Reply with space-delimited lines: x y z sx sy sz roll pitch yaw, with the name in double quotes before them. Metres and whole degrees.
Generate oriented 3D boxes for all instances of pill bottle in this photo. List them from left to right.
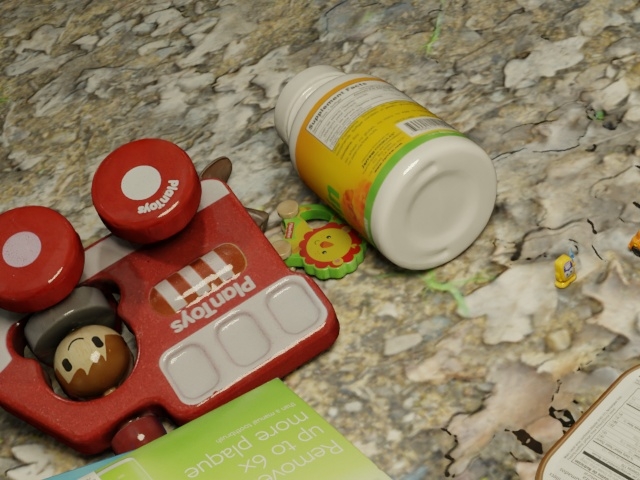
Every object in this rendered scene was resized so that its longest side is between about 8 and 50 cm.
"pill bottle" 0.053 -0.086 1.155 0.136 0.136 0.246 -32 41 -13

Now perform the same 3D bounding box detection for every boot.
"boot" -0.091 -0.039 1.240 0.114 0.037 0.106 15 65 39

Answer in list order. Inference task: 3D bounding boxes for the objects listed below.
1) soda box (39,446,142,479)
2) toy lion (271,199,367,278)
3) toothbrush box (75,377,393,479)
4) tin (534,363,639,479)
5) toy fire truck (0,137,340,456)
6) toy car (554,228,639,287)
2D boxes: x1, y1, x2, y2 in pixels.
"soda box" -0.207 0.232 0.895 0.210 0.071 0.067 -12 30 -36
"toy lion" 0.000 0.000 1.168 0.096 0.034 0.100 -3 43 10
"toothbrush box" -0.030 0.250 0.803 0.206 0.122 0.283 -24 40 -27
"tin" 0.243 0.164 0.881 0.190 0.040 0.106 -41 40 -22
"toy fire truck" -0.167 0.072 1.072 0.302 0.169 0.254 -32 60 -12
"toy car" 0.272 0.014 1.028 0.122 0.040 0.060 -26 41 -7
